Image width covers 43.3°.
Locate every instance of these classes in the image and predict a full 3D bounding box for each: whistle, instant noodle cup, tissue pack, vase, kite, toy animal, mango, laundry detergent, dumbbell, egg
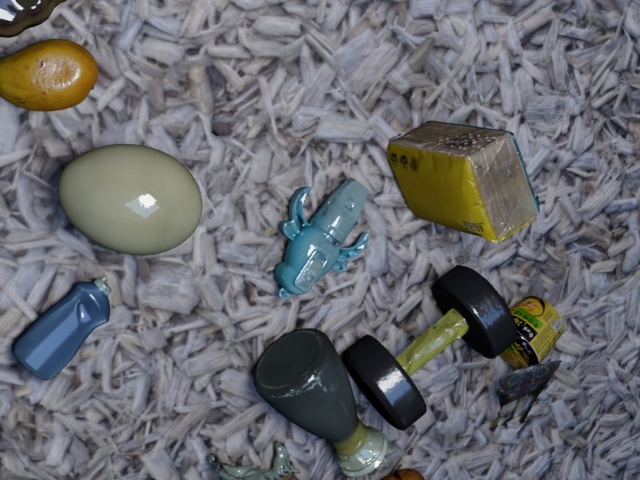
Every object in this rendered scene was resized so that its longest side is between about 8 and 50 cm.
[{"bbox_3d":[0.000,0.000,1.577,0.186,0.093,0.274,37,85,-27],"label":"whistle"},{"bbox_3d":[0.465,0.206,1.807,0.122,0.151,0.152,-36,115,-20],"label":"instant noodle cup"},{"bbox_3d":[0.267,-0.117,1.559,0.134,0.271,0.192,-32,114,-18],"label":"tissue pack"},{"bbox_3d":[0.013,0.343,1.642,0.173,0.173,0.321,-38,121,-9],"label":"vase"},{"bbox_3d":[0.452,0.362,1.829,0.152,0.015,0.286,-13,142,-12],"label":"kite"},{"bbox_3d":[-0.174,0.498,1.640,0.255,0.090,0.170,-35,119,-8],"label":"toy animal"},{"bbox_3d":[-0.444,-0.263,1.310,0.165,0.089,0.115,-27,112,-11],"label":"mango"},{"bbox_3d":[-0.447,0.147,1.438,0.096,0.061,0.206,44,84,-18],"label":"laundry detergent"},{"bbox_3d":[0.225,0.219,1.669,0.322,0.203,0.204,-36,115,-10],"label":"dumbbell"},{"bbox_3d":[-0.319,-0.070,1.364,0.241,0.186,0.186,11,100,-14],"label":"egg"}]

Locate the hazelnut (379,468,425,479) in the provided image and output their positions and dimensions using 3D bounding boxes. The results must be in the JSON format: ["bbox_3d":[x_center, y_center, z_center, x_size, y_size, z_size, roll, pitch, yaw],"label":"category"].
[{"bbox_3d":[0.190,0.603,1.781,0.182,0.182,0.182,-6,107,-22],"label":"hazelnut"}]

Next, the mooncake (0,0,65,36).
[{"bbox_3d":[-0.497,-0.446,1.197,0.290,0.161,0.291,-7,108,-23],"label":"mooncake"}]
